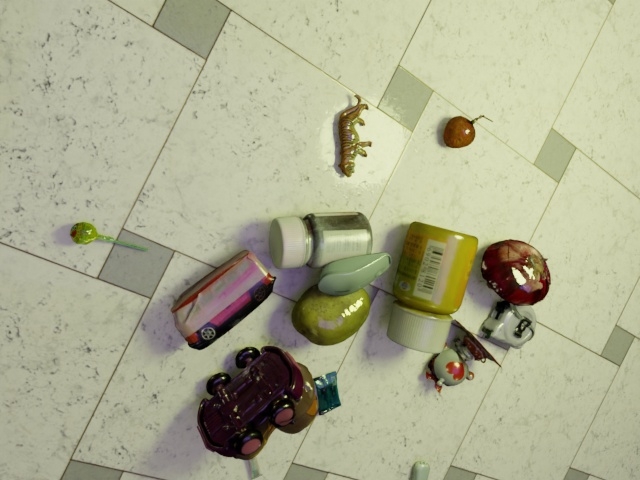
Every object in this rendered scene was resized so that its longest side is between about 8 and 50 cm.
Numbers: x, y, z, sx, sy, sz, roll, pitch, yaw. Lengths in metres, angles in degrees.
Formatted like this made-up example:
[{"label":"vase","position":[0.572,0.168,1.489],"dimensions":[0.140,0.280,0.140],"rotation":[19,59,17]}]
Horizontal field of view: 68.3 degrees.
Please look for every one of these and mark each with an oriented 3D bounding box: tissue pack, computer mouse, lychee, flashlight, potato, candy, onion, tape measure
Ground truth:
[{"label":"tissue pack","position":[0.024,0.506,1.560],"dimensions":[0.085,0.028,0.138],"rotation":[-14,108,-19]},{"label":"computer mouse","position":[0.102,0.103,1.360],"dimensions":[0.231,0.079,0.128],"rotation":[-14,148,-12]},{"label":"lychee","position":[0.459,-0.359,1.520],"dimensions":[0.114,0.101,0.140],"rotation":[12,112,-54]},{"label":"flashlight","position":[0.361,0.916,1.761],"dimensions":[0.093,0.047,0.200],"rotation":[9,94,-23]},{"label":"potato","position":[0.032,0.215,1.437],"dimensions":[0.197,0.148,0.228],"rotation":[45,68,-7]},{"label":"candy","position":[-0.548,0.001,1.232],"dimensions":[0.194,0.062,0.058],"rotation":[19,48,-32]},{"label":"onion","position":[0.668,0.120,1.647],"dimensions":[0.252,0.219,0.252],"rotation":[15,50,-19]},{"label":"tape measure","position":[0.712,0.305,1.747],"dimensions":[0.196,0.105,0.178],"rotation":[21,92,-22]}]

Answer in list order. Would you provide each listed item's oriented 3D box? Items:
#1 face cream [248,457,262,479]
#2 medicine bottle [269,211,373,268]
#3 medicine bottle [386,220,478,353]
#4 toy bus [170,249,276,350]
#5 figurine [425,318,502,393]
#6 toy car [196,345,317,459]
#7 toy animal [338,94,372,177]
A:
[{"label":"face cream","position":[-0.214,0.714,1.510],"dimensions":[0.038,0.020,0.115],"rotation":[-16,107,-19]},{"label":"medicine bottle","position":[0.000,0.000,1.378],"dimensions":[0.274,0.165,0.165],"rotation":[-3,101,-19]},{"label":"medicine bottle","position":[0.348,0.146,1.508],"dimensions":[0.224,0.224,0.384],"rotation":[12,95,-23]},{"label":"toy bus","position":[-0.274,0.160,1.324],"dimensions":[0.303,0.127,0.147],"rotation":[-37,106,-9]},{"label":"figurine","position":[0.477,0.437,1.669],"dimensions":[0.226,0.160,0.183],"rotation":[-44,112,1]},{"label":"toy car","position":[-0.168,0.487,1.380],"dimensions":[0.341,0.271,0.240],"rotation":[-39,132,-7]},{"label":"toy animal","position":[0.099,-0.311,1.414],"dimensions":[0.099,0.057,0.241],"rotation":[-10,104,-19]}]
